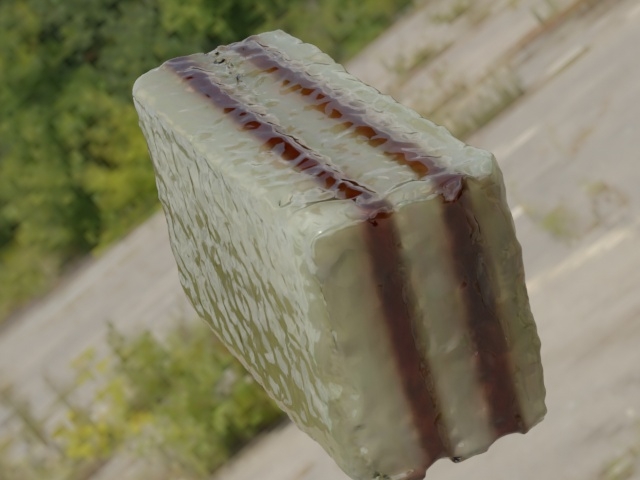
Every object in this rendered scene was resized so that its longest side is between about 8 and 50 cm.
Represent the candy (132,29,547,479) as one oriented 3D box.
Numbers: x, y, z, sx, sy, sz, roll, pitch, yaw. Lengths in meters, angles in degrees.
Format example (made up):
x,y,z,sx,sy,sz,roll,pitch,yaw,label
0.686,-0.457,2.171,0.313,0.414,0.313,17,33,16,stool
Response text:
x,y,z,sx,sy,sz,roll,pitch,yaw,label
0.000,0.000,1.192,0.135,0.179,0.321,-21,29,-19,candy
